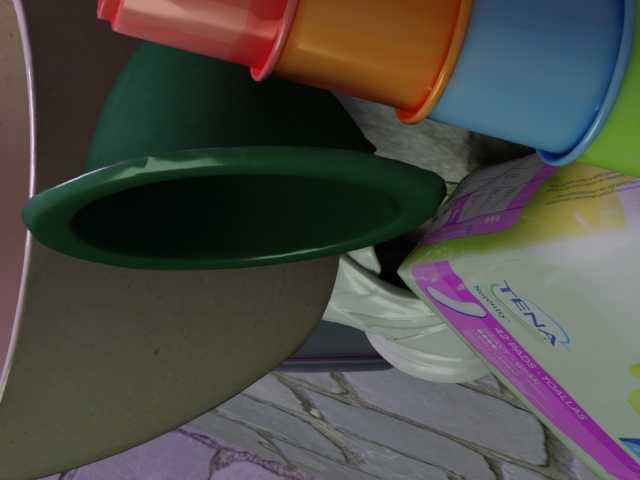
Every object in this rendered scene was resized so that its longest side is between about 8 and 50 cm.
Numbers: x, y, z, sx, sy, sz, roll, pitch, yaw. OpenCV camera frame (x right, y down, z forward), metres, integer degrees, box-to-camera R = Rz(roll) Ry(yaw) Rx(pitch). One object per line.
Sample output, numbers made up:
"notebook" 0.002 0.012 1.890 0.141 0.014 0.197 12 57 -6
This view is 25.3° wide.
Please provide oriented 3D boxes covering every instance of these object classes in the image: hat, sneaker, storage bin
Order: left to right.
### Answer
"hat" -0.046 -0.091 0.625 0.173 0.183 0.208 6 164 -33
"sneaker" 0.000 0.000 1.057 0.305 0.114 0.152 15 148 15
"storage bin" 0.004 0.046 1.174 0.135 0.098 0.091 0 150 0

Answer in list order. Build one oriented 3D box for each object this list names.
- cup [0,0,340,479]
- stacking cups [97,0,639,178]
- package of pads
"cup" -0.129 -0.010 0.881 0.237 0.331 0.331 5 176 -33
"stacking cups" 0.074 -0.081 0.559 0.316 0.096 0.096 15 166 -11
"package of pads" 0.200 0.041 0.789 0.229 0.101 0.296 46 156 -16
